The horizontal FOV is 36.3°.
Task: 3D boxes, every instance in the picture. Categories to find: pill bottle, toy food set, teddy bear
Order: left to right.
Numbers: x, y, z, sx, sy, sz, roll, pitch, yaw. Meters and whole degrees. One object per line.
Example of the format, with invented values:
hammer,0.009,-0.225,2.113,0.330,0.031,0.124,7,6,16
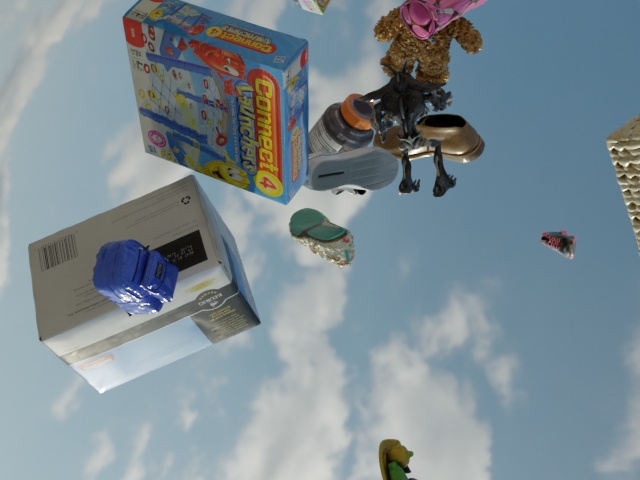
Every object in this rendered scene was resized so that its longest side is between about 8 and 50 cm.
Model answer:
pill bottle,0.039,-0.233,2.277,0.245,0.130,0.130,-48,-150,43
toy food set,0.186,0.512,2.011,0.071,0.128,0.218,-17,-94,18
teddy bear,0.241,-0.468,2.248,0.338,0.245,0.113,-45,-165,56

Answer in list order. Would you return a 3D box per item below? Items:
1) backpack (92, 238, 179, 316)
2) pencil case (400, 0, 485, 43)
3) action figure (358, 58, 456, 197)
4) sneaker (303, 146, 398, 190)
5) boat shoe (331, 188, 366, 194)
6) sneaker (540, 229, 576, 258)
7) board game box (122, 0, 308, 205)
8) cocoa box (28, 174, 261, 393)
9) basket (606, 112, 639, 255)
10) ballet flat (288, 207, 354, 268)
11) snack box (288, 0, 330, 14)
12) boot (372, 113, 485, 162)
backpack,-0.286,0.049,1.511,0.101,0.120,0.098,-13,-122,28
pencil case,0.255,-0.461,1.865,0.209,0.095,0.098,-38,-169,-28
action figure,0.166,-0.219,1.802,0.164,0.275,0.141,-9,-152,11
sneaker,0.048,-0.152,1.985,0.091,0.258,0.094,26,-68,45
boat shoe,0.090,-0.156,2.721,0.084,0.079,0.233,-27,-179,-26
sneaker,0.450,0.005,1.853,0.119,0.057,0.047,-104,-157,-82
board game box,-0.171,-0.238,1.667,0.086,0.302,0.308,-55,157,-37
cocoa box,-0.324,0.084,1.805,0.347,0.228,0.231,-23,-127,3
basket,0.701,-0.131,1.590,0.331,0.266,0.328,-35,-163,-24
ballet flat,0.000,0.000,1.926,0.091,0.077,0.241,-26,-158,-11
snack box,-0.005,-0.468,1.428,0.070,0.174,0.207,25,-100,33
boot,0.244,-0.263,2.358,0.305,0.115,0.112,6,-121,40
